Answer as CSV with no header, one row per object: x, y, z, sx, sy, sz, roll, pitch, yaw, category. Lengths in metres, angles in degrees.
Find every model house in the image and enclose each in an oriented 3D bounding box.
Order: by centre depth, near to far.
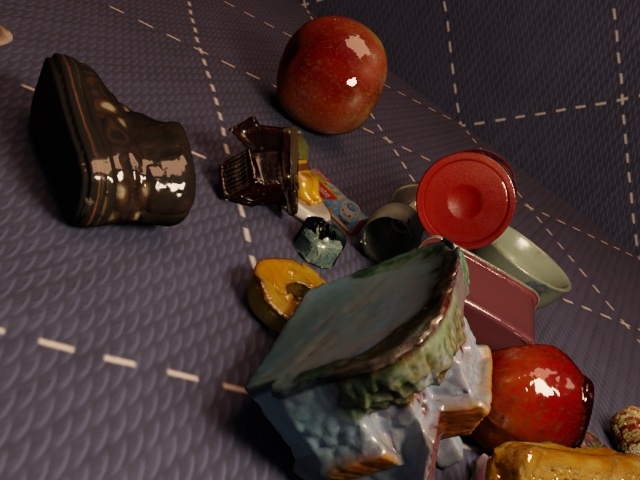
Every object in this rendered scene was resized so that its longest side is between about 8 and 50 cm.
0.122,0.238,1.036,0.339,0.297,0.360,64,22,-13,model house
-0.129,-0.162,1.534,0.164,0.141,0.203,-1,67,4,model house

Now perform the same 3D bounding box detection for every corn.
0.676,0.461,1.472,0.098,0.098,0.290,27,28,-16,corn

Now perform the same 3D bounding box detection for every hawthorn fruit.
0.340,0.284,1.259,0.249,0.215,0.215,-1,37,-18,hawthorn fruit

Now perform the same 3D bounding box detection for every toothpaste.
0.035,-0.103,1.733,0.193,0.070,0.044,45,29,23,toothpaste

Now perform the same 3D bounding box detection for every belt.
0.000,0.000,1.517,0.105,0.058,0.140,25,26,-11,belt

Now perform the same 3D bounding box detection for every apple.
0.027,-0.479,2.099,0.276,0.349,0.348,20,28,-16,apple

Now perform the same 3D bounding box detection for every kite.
0.548,0.403,1.518,0.190,0.010,0.159,38,23,4,kite

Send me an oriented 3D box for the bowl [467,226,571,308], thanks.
0.483,0.084,1.857,0.289,0.146,0.289,28,23,-13,bowl

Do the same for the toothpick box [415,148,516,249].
0.334,-0.102,1.613,0.204,0.204,0.333,37,15,7,toothpick box

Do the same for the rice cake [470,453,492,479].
0.247,0.412,1.080,0.055,0.049,0.270,35,24,2,rice cake

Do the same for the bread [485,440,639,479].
0.386,0.411,1.123,0.380,0.185,0.109,18,-16,-40,bread

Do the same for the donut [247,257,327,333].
-0.049,0.106,1.261,0.178,0.065,0.162,15,35,-37,donut

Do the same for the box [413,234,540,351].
0.285,0.147,1.452,0.294,0.193,0.167,29,31,-7,box

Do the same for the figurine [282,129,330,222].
-0.044,-0.158,1.654,0.250,0.141,0.166,40,24,13,figurine

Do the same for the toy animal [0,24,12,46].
-0.677,-0.358,1.225,0.250,0.154,0.166,-17,43,-38,toy animal

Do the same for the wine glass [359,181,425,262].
0.192,-0.043,1.737,0.143,0.143,0.321,37,27,7,wine glass

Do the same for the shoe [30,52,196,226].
-0.353,-0.175,1.260,0.237,0.171,0.384,2,40,-39,shoe
